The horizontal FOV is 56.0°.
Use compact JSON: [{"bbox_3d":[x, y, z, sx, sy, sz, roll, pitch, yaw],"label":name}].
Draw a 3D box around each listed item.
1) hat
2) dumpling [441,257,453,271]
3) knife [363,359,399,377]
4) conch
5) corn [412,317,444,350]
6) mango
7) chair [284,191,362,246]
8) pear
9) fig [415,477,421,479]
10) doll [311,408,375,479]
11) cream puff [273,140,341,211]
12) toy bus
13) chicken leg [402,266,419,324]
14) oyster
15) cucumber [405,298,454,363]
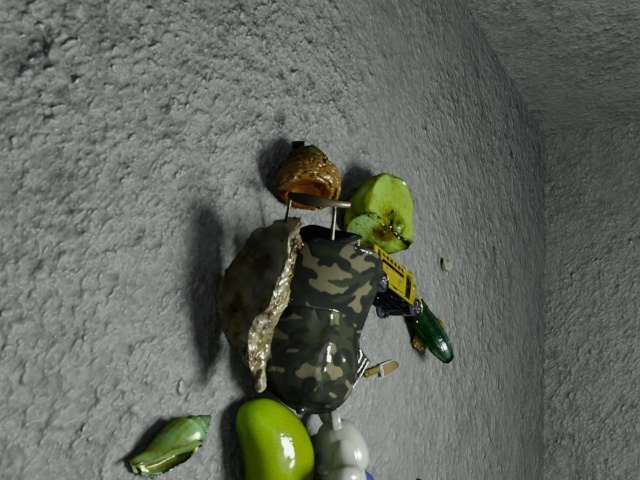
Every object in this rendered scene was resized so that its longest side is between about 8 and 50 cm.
[{"bbox_3d":[0.014,0.205,1.426,0.367,0.381,0.257,12,37,-23],"label":"hat"},{"bbox_3d":[0.515,0.097,2.459,0.077,0.043,0.059,-24,82,-50],"label":"dumpling"},{"bbox_3d":[0.200,0.426,1.971,0.256,0.022,0.046,2,74,-59],"label":"knife"},{"bbox_3d":[-0.295,0.417,1.234,0.201,0.080,0.094,-33,125,-34],"label":"conch"},{"bbox_3d":[0.402,0.345,2.231,0.207,0.068,0.068,-31,109,-53],"label":"corn"},{"bbox_3d":[-0.101,0.501,1.426,0.185,0.149,0.272,-9,87,-48],"label":"mango"},{"bbox_3d":[0.000,0.000,1.580,0.166,0.188,0.272,-20,118,-55],"label":"chair"},{"bbox_3d":[0.176,-0.112,1.924,0.238,0.164,0.255,31,54,-36],"label":"pear"},{"bbox_3d":[0.222,0.824,1.813,0.274,0.146,0.170,-37,116,-35],"label":"fig"},{"bbox_3d":[0.042,0.597,1.551,0.376,0.187,0.365,-65,150,-65],"label":"doll"},{"bbox_3d":[-0.037,-0.192,1.638,0.183,0.183,0.168,40,39,-44],"label":"cream puff"},{"bbox_3d":[0.205,0.138,1.923,0.331,0.145,0.151,37,54,-45],"label":"toy bus"},{"bbox_3d":[0.303,0.193,2.116,0.093,0.053,0.204,8,77,-40],"label":"chicken leg"},{"bbox_3d":[-0.144,0.127,1.378,0.111,0.204,0.395,19,86,-46],"label":"oyster"},{"bbox_3d":[0.405,0.324,2.154,0.115,0.063,0.243,-24,75,-47],"label":"cucumber"}]
